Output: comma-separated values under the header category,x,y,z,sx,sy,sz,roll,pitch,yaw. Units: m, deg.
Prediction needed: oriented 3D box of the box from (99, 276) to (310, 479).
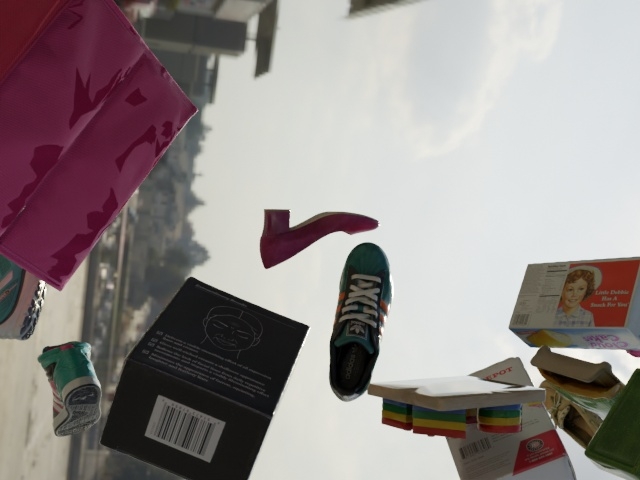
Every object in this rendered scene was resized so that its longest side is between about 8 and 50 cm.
category,x,y,z,sx,sy,sz,roll,pitch,yaw
box,-0.219,0.284,1.889,0.395,0.293,0.212,-63,174,-67

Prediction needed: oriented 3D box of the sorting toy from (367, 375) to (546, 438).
category,x,y,z,sx,sy,sz,roll,pitch,yaw
sorting toy,0.265,0.332,1.854,0.255,0.257,0.089,-3,-93,61

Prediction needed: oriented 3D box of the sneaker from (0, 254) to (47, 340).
category,x,y,z,sx,sy,sz,roll,pitch,yaw
sneaker,-0.444,0.012,1.372,0.107,0.109,0.275,115,-13,-55

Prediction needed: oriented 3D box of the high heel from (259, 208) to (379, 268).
category,x,y,z,sx,sy,sz,roll,pitch,yaw
high heel,0.000,0.000,1.830,0.082,0.244,0.117,-176,-92,-66

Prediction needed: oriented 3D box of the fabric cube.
category,x,y,z,sx,sy,sz,roll,pitch,yaw
fabric cube,-0.338,-0.147,0.986,0.258,0.254,0.259,-55,152,-11

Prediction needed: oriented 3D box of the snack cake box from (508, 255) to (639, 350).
category,x,y,z,sx,sy,sz,roll,pitch,yaw
snack cake box,0.505,0.121,1.788,0.264,0.089,0.152,-6,-127,49

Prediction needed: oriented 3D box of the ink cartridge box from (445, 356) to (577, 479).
category,x,y,z,sx,sy,sz,roll,pitch,yaw
ink cartridge box,0.390,0.425,2.019,0.306,0.226,0.131,-103,168,-57

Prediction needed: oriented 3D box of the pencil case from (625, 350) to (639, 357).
category,x,y,z,sx,sy,sz,roll,pitch,yaw
pencil case,0.766,0.188,2.214,0.098,0.095,0.209,-21,-160,37

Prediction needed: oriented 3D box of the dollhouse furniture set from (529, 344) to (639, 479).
category,x,y,z,sx,sy,sz,roll,pitch,yaw
dollhouse furniture set,0.447,0.291,1.419,0.151,0.197,0.301,-57,-153,-13

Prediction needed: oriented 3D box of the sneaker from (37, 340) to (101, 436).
category,x,y,z,sx,sy,sz,roll,pitch,yaw
sneaker,-0.589,0.328,2.175,0.178,0.123,0.295,66,-32,26

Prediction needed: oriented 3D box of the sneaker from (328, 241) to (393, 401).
category,x,y,z,sx,sy,sz,roll,pitch,yaw
sneaker,0.077,0.150,1.737,0.121,0.108,0.302,68,30,-85

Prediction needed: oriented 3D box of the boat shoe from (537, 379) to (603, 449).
category,x,y,z,sx,sy,sz,roll,pitch,yaw
boat shoe,0.599,0.415,2.166,0.285,0.089,0.105,34,-46,47
